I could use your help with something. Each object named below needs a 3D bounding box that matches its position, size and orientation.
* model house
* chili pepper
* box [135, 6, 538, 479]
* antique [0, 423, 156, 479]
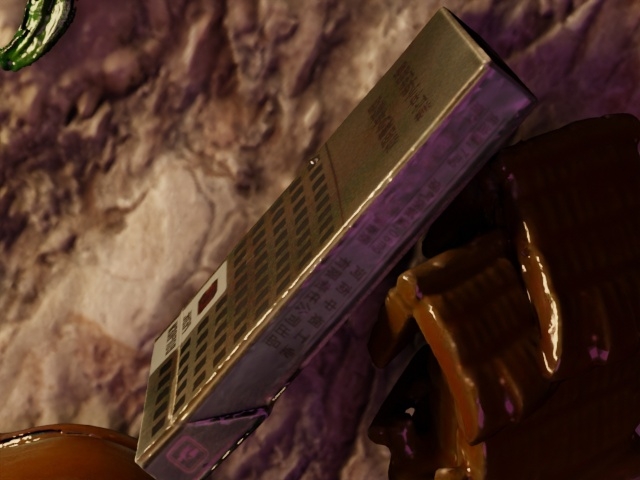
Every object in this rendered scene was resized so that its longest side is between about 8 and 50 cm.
[{"bbox_3d":[0.120,0.042,0.803,0.199,0.219,0.229,-11,113,-22],"label":"model house"},{"bbox_3d":[-0.183,-0.165,0.816,0.055,0.035,0.118,10,121,5],"label":"chili pepper"},{"bbox_3d":[0.000,0.000,0.813,0.047,0.180,0.325,37,104,-15],"label":"box"},{"bbox_3d":[-0.188,0.249,0.925,0.278,0.129,0.223,36,107,-14],"label":"antique"}]
